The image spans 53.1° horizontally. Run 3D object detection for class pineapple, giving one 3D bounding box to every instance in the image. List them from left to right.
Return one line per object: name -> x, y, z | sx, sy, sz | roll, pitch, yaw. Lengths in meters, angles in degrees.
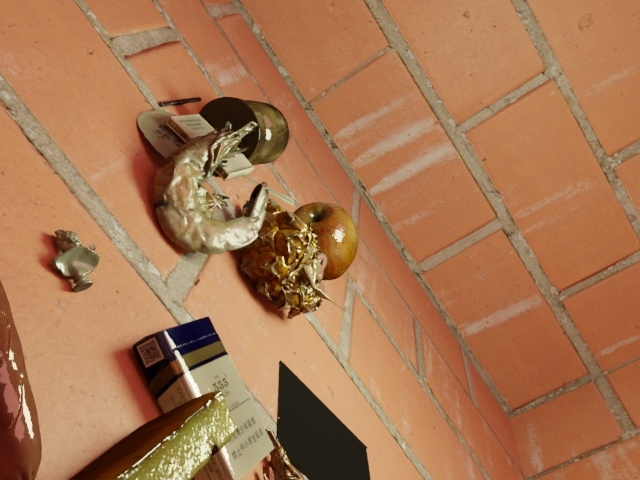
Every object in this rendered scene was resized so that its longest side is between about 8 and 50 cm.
pineapple -> -0.089, 0.047, 1.475 | 0.161, 0.158, 0.335 | -21, 90, -45

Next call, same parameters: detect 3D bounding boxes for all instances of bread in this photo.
bread -> -0.227, 0.283, 0.740 | 0.077, 0.138, 0.361 | 62, 17, 1

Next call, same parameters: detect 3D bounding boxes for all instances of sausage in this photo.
sausage -> -0.391, 0.076, 0.712 | 0.433, 0.087, 0.088 | 64, 17, 15

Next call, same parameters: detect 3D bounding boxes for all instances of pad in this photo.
pad -> 0.017, 0.454, 1.391 | 0.367, 0.007, 0.248 | 50, 19, -28

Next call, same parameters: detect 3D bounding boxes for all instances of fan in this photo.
fan -> -0.237, -0.179, 1.486 | 0.414, 0.012, 0.233 | 30, 28, -17

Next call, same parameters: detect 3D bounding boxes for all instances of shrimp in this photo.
shrimp -> -0.207, -0.120, 1.355 | 0.247, 0.085, 0.360 | 38, 54, -17
shrimp -> -0.081, 0.417, 1.132 | 0.095, 0.045, 0.163 | -11, 75, -51

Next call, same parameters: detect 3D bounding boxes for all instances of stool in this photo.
stool -> -0.204, -0.289, 1.725 | 0.179, 0.179, 0.264 | 59, 16, 0

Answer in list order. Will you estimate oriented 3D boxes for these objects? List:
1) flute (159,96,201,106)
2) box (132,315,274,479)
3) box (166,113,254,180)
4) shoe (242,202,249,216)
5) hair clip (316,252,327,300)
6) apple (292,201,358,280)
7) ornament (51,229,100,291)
flute -> -0.363, -0.364, 1.677 | 0.014, 0.014, 0.269 | 57, 17, -7
box -> -0.184, 0.255, 1.028 | 0.259, 0.071, 0.168 | 61, 16, 8
box -> -0.253, -0.219, 1.481 | 0.198, 0.029, 0.109 | 44, 28, 10
shoe -> -0.167, -0.037, 1.618 | 0.143, 0.063, 0.071 | -93, 170, -46
hair clip -> -0.026, 0.115, 1.665 | 0.123, 0.102, 0.138 | -28, 93, -39
apple -> 0.000, 0.000, 1.782 | 0.211, 0.210, 0.188 | -101, -176, -49
ornament -> -0.364, 0.028, 0.948 | 0.068, 0.041, 0.092 | 19, 50, -32
